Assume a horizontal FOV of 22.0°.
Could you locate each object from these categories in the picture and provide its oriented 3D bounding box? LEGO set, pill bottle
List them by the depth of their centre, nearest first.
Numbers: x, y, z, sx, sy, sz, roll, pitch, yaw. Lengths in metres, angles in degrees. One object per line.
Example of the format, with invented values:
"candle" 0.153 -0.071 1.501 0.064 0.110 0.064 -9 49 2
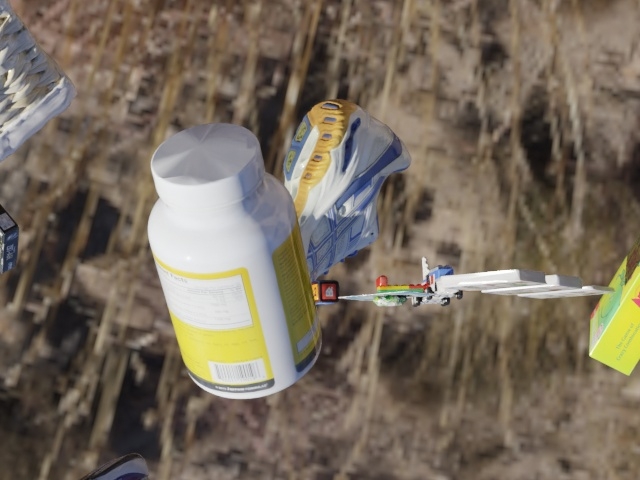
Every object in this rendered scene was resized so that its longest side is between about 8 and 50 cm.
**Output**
"pill bottle" -0.062 0.014 1.145 0.103 0.103 0.184 2 129 17
"LEGO set" 0.115 0.031 1.473 0.244 0.060 0.182 -7 171 36

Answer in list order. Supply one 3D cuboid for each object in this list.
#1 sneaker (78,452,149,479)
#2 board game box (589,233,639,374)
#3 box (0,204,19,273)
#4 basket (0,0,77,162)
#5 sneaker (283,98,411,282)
"sneaker" -0.238 0.289 1.541 0.083 0.224 0.098 -25 93 59
"board game box" 0.306 0.023 1.492 0.043 0.092 0.181 27 113 0
"box" -0.324 -0.018 1.596 0.083 0.018 0.067 47 148 22
"basket" -0.502 -0.202 1.708 0.328 0.331 0.266 42 169 36
"sneaker" 0.000 0.000 1.790 0.131 0.296 0.112 26 -173 -32
